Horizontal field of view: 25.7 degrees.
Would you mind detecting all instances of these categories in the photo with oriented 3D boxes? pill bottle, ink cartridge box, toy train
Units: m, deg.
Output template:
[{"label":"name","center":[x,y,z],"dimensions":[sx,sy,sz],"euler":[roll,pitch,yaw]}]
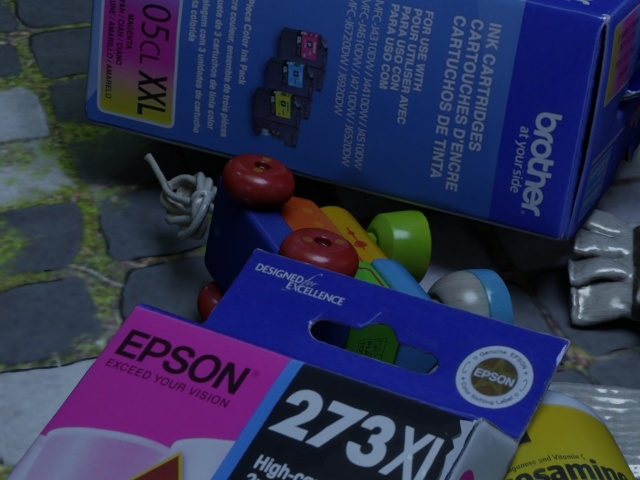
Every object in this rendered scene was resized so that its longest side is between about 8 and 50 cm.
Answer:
[{"label":"pill bottle","center":[0.098,0.133,0.637],"dimensions":[0.103,0.103,0.184],"euler":[-6,36,-11]},{"label":"ink cartridge box","center":[0.083,-0.136,0.945],"dimensions":[0.395,0.151,0.270],"euler":[17,26,18]},{"label":"ink cartridge box","center":[-0.052,0.139,0.563],"dimensions":[0.176,0.069,0.371],"euler":[16,52,27]},{"label":"toy train","center":[0.000,0.000,0.837],"dimensions":[0.143,0.105,0.248],"euler":[-1,30,-26]}]

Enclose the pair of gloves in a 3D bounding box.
[{"label":"pair of gloves","center":[0.231,0.065,0.795],"dimensions":[0.204,0.042,0.240],"euler":[10,37,11]}]
